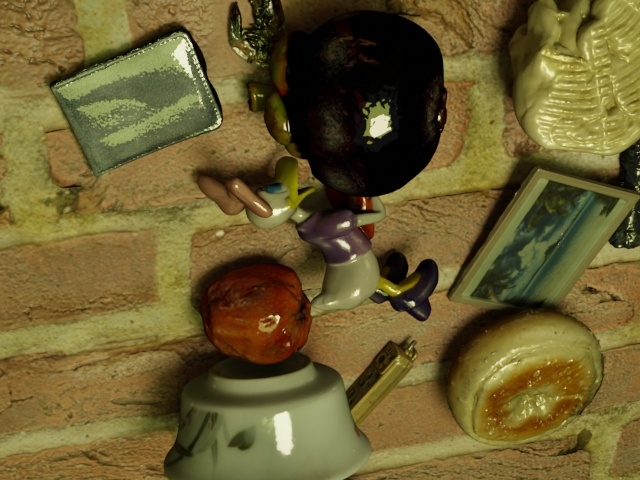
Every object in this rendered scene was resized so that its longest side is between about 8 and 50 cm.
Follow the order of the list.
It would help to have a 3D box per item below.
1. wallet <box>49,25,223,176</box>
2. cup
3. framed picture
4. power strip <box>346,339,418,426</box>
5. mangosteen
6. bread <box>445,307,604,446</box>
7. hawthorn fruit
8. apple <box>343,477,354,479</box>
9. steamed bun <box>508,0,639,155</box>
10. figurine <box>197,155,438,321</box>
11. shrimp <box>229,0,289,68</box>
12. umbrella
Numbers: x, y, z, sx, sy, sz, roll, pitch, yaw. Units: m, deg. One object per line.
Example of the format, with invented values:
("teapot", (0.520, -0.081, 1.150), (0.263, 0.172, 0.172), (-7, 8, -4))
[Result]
("wallet", (-0.263, -0.203, 1.476), (0.222, 0.036, 0.167), (-24, 124, -3))
("cup", (-0.094, 0.281, 1.659), (0.347, 0.347, 0.163), (-7, 100, -15))
("framed picture", (0.394, 0.011, 1.792), (0.232, 0.024, 0.315), (11, 128, -24))
("power strip", (0.072, 0.294, 1.852), (0.044, 0.064, 0.305), (36, 102, -25))
("mangosteen", (0.033, -0.201, 1.473), (0.302, 0.275, 0.275), (8, 120, 14))
("bread", (0.375, 0.249, 1.874), (0.305, 0.159, 0.306), (-9, 125, -13))
("hawthorn fruit", (-0.102, 0.124, 1.640), (0.179, 0.173, 0.173), (-30, 123, 1))
("apple", (-0.008, 0.599, 1.854), (0.305, 0.338, 0.338), (-32, 126, -24))
("steamed bun", (0.427, -0.287, 1.578), (0.276, 0.203, 0.289), (6, 102, -12))
("figurine", (0.006, -0.001, 1.597), (0.421, 0.154, 0.193), (43, 72, -23))
("shrimp", (-0.093, -0.325, 1.466), (0.091, 0.034, 0.161), (-15, 123, -10))
("umbrella", (0.557, -0.097, 1.803), (0.080, 0.071, 0.224), (-14, 117, -31))
